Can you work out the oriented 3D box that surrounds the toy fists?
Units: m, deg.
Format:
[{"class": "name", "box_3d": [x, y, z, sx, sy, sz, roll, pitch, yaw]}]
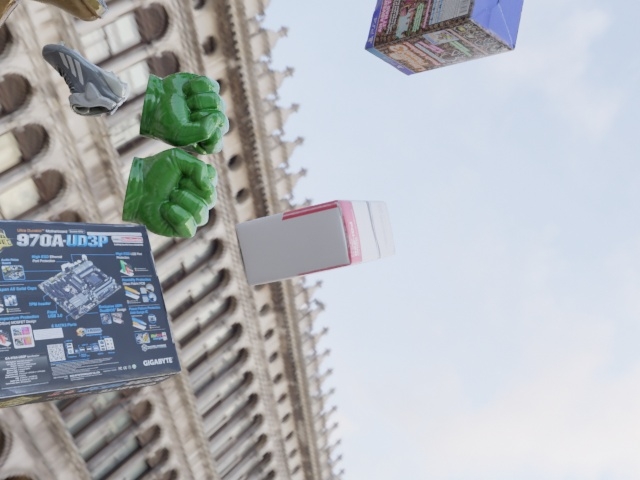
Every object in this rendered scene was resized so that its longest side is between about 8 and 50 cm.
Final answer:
[{"class": "toy fists", "box_3d": [-0.226, -0.142, 1.247, 0.142, 0.279, 0.096, 10, -16, -11]}]

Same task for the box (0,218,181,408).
[{"class": "box", "box_3d": [-0.257, 0.069, 0.780, 0.051, 0.220, 0.175, -29, -109, 36]}]

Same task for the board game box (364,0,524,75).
[{"class": "board game box", "box_3d": [0.258, -0.491, 1.580, 0.141, 0.232, 0.291, 21, -12, -37]}]

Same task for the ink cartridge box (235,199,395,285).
[{"class": "ink cartridge box", "box_3d": [0.000, 0.000, 1.107, 0.158, 0.218, 0.092, -12, -90, 21]}]

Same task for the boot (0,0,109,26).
[{"class": "boot", "box_3d": [-0.460, -0.307, 1.091, 0.236, 0.269, 0.089, 44, 3, 14]}]

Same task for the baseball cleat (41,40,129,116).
[{"class": "baseball cleat", "box_3d": [-0.475, -0.309, 1.498, 0.205, 0.109, 0.072, 26, -24, 14]}]
